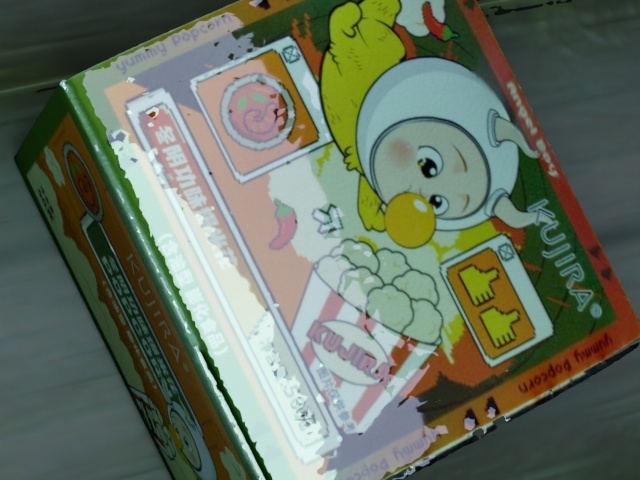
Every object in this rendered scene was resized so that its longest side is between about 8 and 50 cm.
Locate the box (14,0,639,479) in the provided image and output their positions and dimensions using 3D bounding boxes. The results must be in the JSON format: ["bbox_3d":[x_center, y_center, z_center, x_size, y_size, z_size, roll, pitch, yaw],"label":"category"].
[{"bbox_3d":[0.000,0.000,0.788,0.177,0.148,0.195,-25,88,-21],"label":"box"}]
